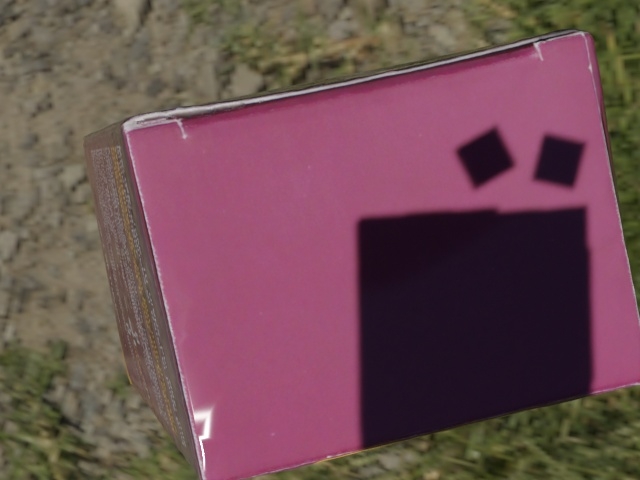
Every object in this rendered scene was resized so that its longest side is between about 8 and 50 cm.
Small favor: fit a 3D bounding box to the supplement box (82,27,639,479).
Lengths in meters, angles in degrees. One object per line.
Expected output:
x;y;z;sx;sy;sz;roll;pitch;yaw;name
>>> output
0.000;0.000;0.482;0.104;0.188;0.080;-12;94;-9;supplement box
